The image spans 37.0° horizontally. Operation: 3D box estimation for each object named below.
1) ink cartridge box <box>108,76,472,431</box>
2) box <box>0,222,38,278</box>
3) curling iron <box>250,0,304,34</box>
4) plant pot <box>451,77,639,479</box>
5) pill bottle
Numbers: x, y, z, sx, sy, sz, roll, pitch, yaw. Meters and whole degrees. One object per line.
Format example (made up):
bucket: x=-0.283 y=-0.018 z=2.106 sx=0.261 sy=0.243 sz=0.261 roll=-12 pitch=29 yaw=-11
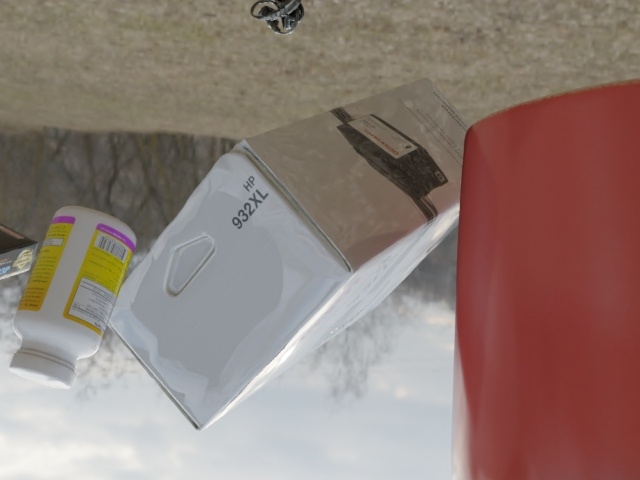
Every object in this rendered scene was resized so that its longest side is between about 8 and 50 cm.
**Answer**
ink cartridge box: x=0.000 y=0.000 z=0.820 sx=0.129 sy=0.223 sz=0.307 roll=49 pitch=-145 yaw=9
box: x=-0.540 y=-0.007 z=1.338 sx=0.220 sy=0.051 sz=0.175 roll=26 pitch=-163 yaw=13
curling iron: x=-0.028 y=-0.330 z=0.968 sx=0.035 sy=0.274 sz=0.068 roll=23 pitch=156 yaw=-40
plant pot: x=0.208 y=0.030 z=0.641 sx=0.275 sy=0.243 sz=0.275 roll=-6 pitch=176 yaw=0
pill bottle: x=-0.123 y=0.028 z=0.467 sx=0.043 sy=0.083 sz=0.043 roll=14 pitch=159 yaw=6
